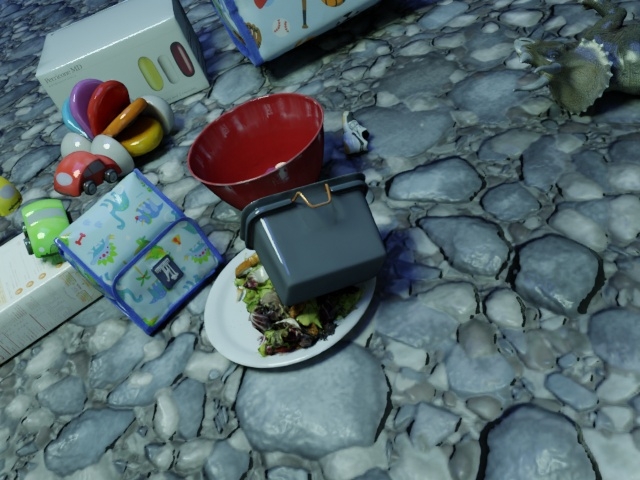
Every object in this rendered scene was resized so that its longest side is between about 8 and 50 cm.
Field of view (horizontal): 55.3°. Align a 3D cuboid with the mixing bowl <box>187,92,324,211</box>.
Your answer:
[{"bbox_3d":[-0.068,-0.098,0.786,0.181,0.098,0.181,-13,43,12],"label":"mixing bowl"}]

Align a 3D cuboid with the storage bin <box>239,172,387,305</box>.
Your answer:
[{"bbox_3d":[0.000,0.000,0.605,0.135,0.098,0.091,-18,66,-18],"label":"storage bin"}]

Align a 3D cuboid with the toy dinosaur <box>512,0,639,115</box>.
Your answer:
[{"bbox_3d":[0.388,-0.224,0.714,0.313,0.121,0.160,-1,58,18],"label":"toy dinosaur"}]

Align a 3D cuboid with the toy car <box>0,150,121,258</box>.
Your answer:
[{"bbox_3d":[-0.367,-0.052,0.803,0.239,0.053,0.225,-18,36,-23],"label":"toy car"}]

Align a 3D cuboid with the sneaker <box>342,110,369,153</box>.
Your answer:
[{"bbox_3d":[0.049,-0.148,0.840,0.036,0.032,0.083,-4,48,2],"label":"sneaker"}]

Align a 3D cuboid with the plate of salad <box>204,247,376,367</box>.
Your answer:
[{"bbox_3d":[-0.038,0.047,0.660,0.199,0.048,0.200,-13,42,12],"label":"plate of salad"}]

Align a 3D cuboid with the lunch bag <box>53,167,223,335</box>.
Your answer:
[{"bbox_3d":[-0.210,0.016,0.718,0.129,0.151,0.096,-46,5,-21],"label":"lunch bag"}]

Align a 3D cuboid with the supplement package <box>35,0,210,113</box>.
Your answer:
[{"bbox_3d":[-0.363,-0.338,1.141,0.261,0.145,0.204,-23,41,2],"label":"supplement package"}]

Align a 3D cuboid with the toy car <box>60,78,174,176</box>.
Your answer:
[{"bbox_3d":[-0.345,-0.196,0.990,0.181,0.136,0.159,9,52,32],"label":"toy car"}]

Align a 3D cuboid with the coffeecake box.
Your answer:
[{"bbox_3d":[-0.387,0.062,0.792,0.185,0.068,0.142,-36,42,-13],"label":"coffeecake box"}]

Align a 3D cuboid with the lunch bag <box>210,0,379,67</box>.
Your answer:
[{"bbox_3d":[-0.056,-0.506,1.115,0.327,0.239,0.385,-26,25,-1],"label":"lunch bag"}]
